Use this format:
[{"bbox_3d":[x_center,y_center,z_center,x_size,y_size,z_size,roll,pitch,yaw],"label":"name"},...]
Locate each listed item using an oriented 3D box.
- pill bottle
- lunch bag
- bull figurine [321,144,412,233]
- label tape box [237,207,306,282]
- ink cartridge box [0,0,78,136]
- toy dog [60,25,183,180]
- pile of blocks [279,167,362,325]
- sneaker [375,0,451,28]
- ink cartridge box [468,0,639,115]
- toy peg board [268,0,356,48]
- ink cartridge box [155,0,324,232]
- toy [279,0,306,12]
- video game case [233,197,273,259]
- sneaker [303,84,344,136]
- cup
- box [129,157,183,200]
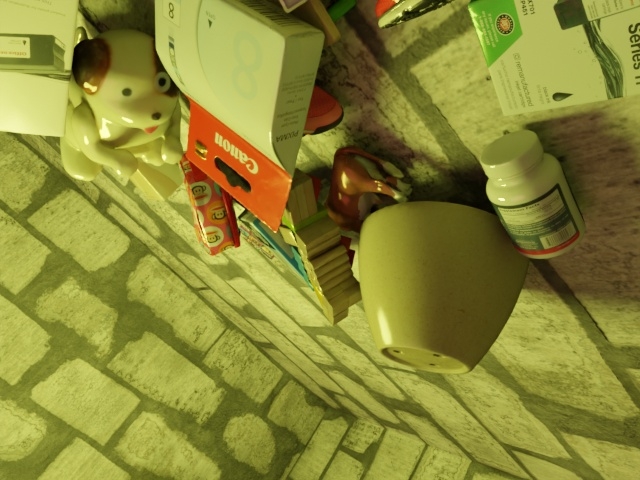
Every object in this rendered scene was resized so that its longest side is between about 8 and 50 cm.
[{"bbox_3d":[0.315,-0.069,0.643,0.107,0.108,0.180,-2,134,52],"label":"pill bottle"},{"bbox_3d":[-0.315,-0.130,1.169,0.293,0.120,0.258,-124,21,-47],"label":"lunch bag"},{"bbox_3d":[0.083,-0.080,0.922,0.188,0.101,0.310,25,158,9],"label":"bull figurine"},{"bbox_3d":[-0.093,-0.004,1.141,0.249,0.115,0.347,47,169,-17],"label":"label tape box"},{"bbox_3d":[-0.557,-0.436,0.785,0.395,0.166,0.286,-48,54,43],"label":"ink cartridge box"},{"bbox_3d":[-0.466,-0.350,1.031,0.407,0.284,0.396,-2,97,54],"label":"toy dog"},{"bbox_3d":[0.000,0.000,0.916,0.149,0.112,0.363,21,135,64],"label":"pile of blocks"},{"bbox_3d":[0.144,-0.347,0.453,0.119,0.107,0.279,58,148,-1],"label":"sneaker"},{"bbox_3d":[0.287,-0.230,0.444,0.208,0.087,0.153,3,139,47],"label":"ink cartridge box"},{"bbox_3d":[-0.033,-0.373,0.642,0.161,0.079,0.160,52,166,-24],"label":"toy peg board"},{"bbox_3d":[-0.170,-0.227,0.745,0.308,0.091,0.385,39,133,23],"label":"ink cartridge box"},{"bbox_3d":[-0.044,-0.412,0.486,0.136,0.056,0.237,-25,115,16],"label":"toy"},{"bbox_3d":[-0.221,-0.048,1.406,0.232,0.042,0.210,38,153,-1],"label":"video game case"},{"bbox_3d":[-0.098,-0.300,0.772,0.313,0.116,0.136,31,151,13],"label":"sneaker"},{"bbox_3d":[0.214,0.114,0.811,0.330,0.237,0.331,12,155,6],"label":"cup"},{"bbox_3d":[-0.601,-0.287,1.398,0.147,0.121,0.311,9,142,45],"label":"box"}]
